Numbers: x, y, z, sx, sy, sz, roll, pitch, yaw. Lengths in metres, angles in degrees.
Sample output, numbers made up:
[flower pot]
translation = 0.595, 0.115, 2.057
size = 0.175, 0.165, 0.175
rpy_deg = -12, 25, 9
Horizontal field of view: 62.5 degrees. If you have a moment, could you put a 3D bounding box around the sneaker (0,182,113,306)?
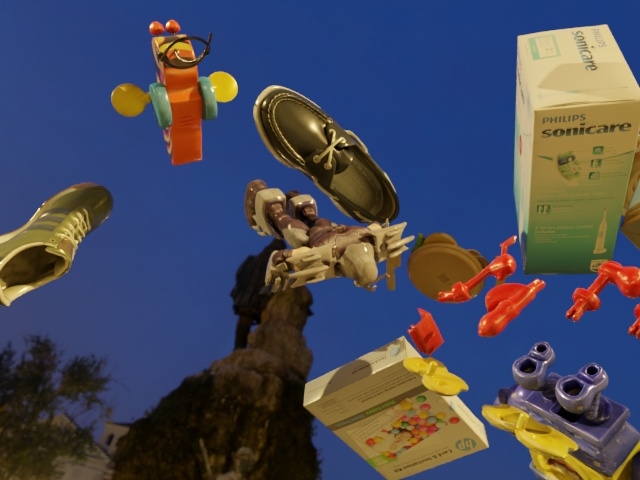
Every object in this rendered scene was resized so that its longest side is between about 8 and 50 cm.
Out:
[sneaker]
translation = -0.290, 0.006, 0.576
size = 0.086, 0.192, 0.064
rpy_deg = 21, -46, 29

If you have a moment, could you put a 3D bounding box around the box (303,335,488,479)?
[box]
translation = 0.092, 0.213, 0.641
size = 0.145, 0.038, 0.186
rpy_deg = -31, -62, 22

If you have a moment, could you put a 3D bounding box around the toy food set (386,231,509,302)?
[toy food set]
translation = 0.200, 0.045, 0.837
size = 0.192, 0.038, 0.132
rpy_deg = 12, -49, 19

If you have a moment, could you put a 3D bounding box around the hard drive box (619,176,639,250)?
[hard drive box]
translation = 0.538, -0.087, 0.719
size = 0.089, 0.232, 0.181
rpy_deg = 45, -39, 0

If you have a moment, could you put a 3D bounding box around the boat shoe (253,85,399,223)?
[boat shoe]
translation = 0.023, -0.129, 0.835
size = 0.302, 0.114, 0.091
rpy_deg = 35, -7, -37

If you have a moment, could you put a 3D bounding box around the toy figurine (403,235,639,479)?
[toy figurine]
translation = 0.263, 0.163, 0.435
size = 0.362, 0.191, 0.217
rpy_deg = 20, -33, 54

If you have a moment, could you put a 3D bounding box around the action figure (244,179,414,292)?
[action figure]
translation = 0.000, 0.000, 0.689
size = 0.185, 0.285, 0.099
rpy_deg = -6, -67, -27

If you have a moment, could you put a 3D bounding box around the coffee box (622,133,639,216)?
[coffee box]
translation = 0.592, -0.111, 0.967
size = 0.246, 0.098, 0.141
rpy_deg = 23, -70, 1

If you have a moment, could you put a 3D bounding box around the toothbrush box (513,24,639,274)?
[toothbrush box]
translation = 0.357, -0.124, 0.772
size = 0.126, 0.216, 0.296
rpy_deg = -1, -46, 15

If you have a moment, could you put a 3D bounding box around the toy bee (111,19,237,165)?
[toy bee]
translation = -0.223, -0.266, 0.859
size = 0.195, 0.162, 0.298
rpy_deg = -4, -26, -40
